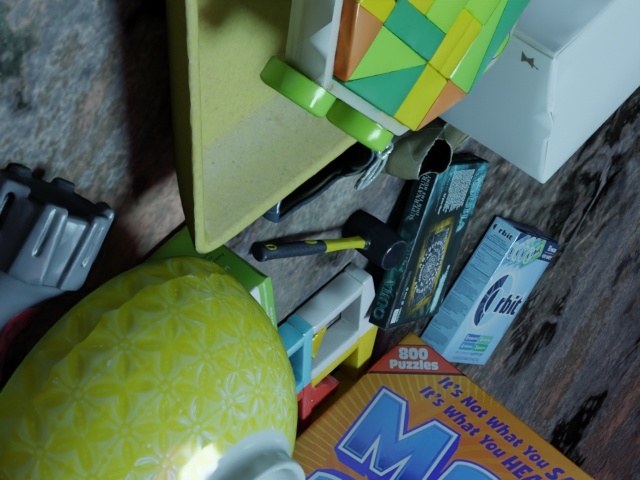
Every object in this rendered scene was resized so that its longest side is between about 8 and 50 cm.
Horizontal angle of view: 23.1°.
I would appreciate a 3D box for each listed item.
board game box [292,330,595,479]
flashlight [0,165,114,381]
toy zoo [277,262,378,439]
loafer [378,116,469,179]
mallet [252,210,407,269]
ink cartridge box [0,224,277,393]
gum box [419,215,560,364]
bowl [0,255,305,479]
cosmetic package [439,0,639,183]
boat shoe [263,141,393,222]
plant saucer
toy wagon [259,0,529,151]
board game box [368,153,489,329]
[{"bbox_3d":[0.097,0.401,1.748,0.356,0.356,0.356,-41,158,-27],"label":"board game box"},{"bbox_3d":[-0.242,0.099,1.131,0.304,0.103,0.103,-61,180,12],"label":"flashlight"},{"bbox_3d":[-0.026,0.146,1.638,0.293,0.030,0.192,-39,151,-29],"label":"toy zoo"},{"bbox_3d":[0.115,-0.094,1.562,0.148,0.050,0.056,-33,147,-38],"label":"loafer"},{"bbox_3d":[0.000,0.000,1.509,0.189,0.062,0.039,0,122,-42],"label":"mallet"},{"bbox_3d":[-0.156,0.137,1.327,0.255,0.097,0.189,-43,153,-24],"label":"ink cartridge box"},{"bbox_3d":[0.208,0.065,1.931,0.184,0.041,0.157,-58,154,10],"label":"gum box"},{"bbox_3d":[-0.104,0.171,1.163,0.289,0.156,0.289,-39,147,-32],"label":"bowl"},{"bbox_3d":[0.274,-0.255,1.516,0.365,0.155,0.197,-42,154,-23],"label":"cosmetic package"},{"bbox_3d":[0.019,-0.091,1.367,0.254,0.079,0.095,-30,145,-42],"label":"boat shoe"},{"bbox_3d":[-0.006,-0.199,1.191,0.333,0.081,0.333,-39,151,-30],"label":"plant saucer"},{"bbox_3d":[0.094,-0.192,1.199,0.267,0.068,0.344,-57,155,5],"label":"toy wagon"},{"bbox_3d":[0.116,0.000,1.672,0.126,0.026,0.186,-9,120,-60],"label":"board game box"}]
